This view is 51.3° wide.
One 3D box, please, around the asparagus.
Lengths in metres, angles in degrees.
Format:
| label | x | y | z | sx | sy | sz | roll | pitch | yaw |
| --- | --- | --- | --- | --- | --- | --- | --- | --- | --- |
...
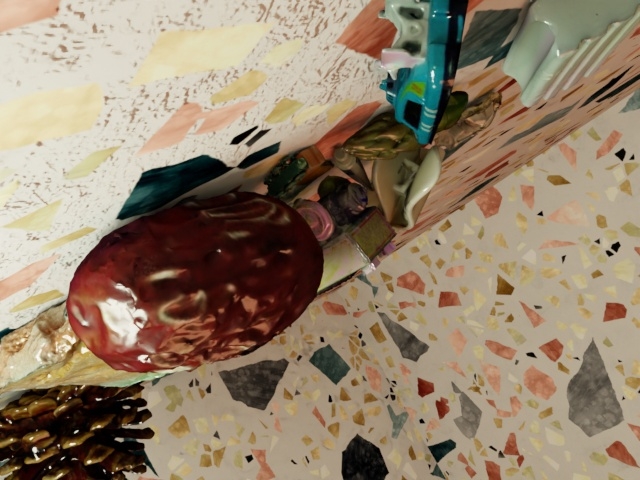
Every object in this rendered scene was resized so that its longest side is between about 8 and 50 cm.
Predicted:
| label | x | y | z | sx | sy | sz | roll | pitch | yaw |
| --- | --- | --- | --- | --- | --- | --- | --- | --- | --- |
| asparagus | 0.141 | -0.179 | 1.074 | 0.287 | 0.080 | 0.080 | -23 | 169 | -36 |

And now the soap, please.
| label | x | y | z | sx | sy | sz | roll | pitch | yaw |
| --- | --- | --- | --- | --- | --- | --- | --- | --- | --- |
| soap | 0.392 | -0.316 | 1.054 | 0.173 | 0.095 | 0.289 | -31 | 172 | 2 |

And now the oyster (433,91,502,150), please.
| label | x | y | z | sx | sy | sz | roll | pitch | yaw |
| --- | --- | --- | --- | --- | --- | --- | --- | --- | --- |
| oyster | 0.297 | -0.238 | 1.346 | 0.166 | 0.053 | 0.108 | -23 | 146 | 5 |

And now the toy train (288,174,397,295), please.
| label | x | y | z | sx | sy | sz | roll | pitch | yaw |
| --- | --- | --- | --- | --- | --- | --- | --- | --- | --- |
| toy train | 0.000 | 0.000 | 1.216 | 0.261 | 0.177 | 0.134 | -31 | -173 | 42 |

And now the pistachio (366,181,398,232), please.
| label | x | y | z | sx | sy | sz | roll | pitch | yaw |
| --- | --- | --- | --- | --- | --- | --- | --- | --- | --- |
| pistachio | 0.162 | -0.088 | 1.529 | 0.125 | 0.124 | 0.185 | -25 | 168 | -30 |

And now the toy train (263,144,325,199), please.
| label | x | y | z | sx | sy | sz | roll | pitch | yaw |
| --- | --- | --- | --- | --- | --- | --- | --- | --- | --- |
| toy train | -0.044 | -0.102 | 1.028 | 0.064 | 0.044 | 0.103 | -37 | 178 | -43 |

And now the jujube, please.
| label | x | y | z | sx | sy | sz | roll | pitch | yaw |
| --- | --- | --- | --- | --- | --- | --- | --- | --- | --- |
| jujube | -0.158 | 0.057 | 0.953 | 0.258 | 0.258 | 0.377 | -37 | 174 | 39 |

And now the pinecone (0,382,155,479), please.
| label | x | y | z | sx | sy | sz | roll | pitch | yaw |
| --- | --- | --- | --- | --- | --- | --- | --- | --- | --- |
| pinecone | -0.578 | 0.468 | 1.588 | 0.398 | 0.397 | 0.398 | -29 | 172 | -5 |

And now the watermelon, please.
| label | x | y | z | sx | sy | sz | roll | pitch | yaw |
| --- | --- | --- | --- | --- | --- | --- | --- | --- | --- |
| watermelon | -0.368 | 0.147 | 1.126 | 0.264 | 0.151 | 0.302 | -31 | 155 | 29 |

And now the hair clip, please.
| label | x | y | z | sx | sy | sz | roll | pitch | yaw |
| --- | --- | --- | --- | --- | --- | --- | --- | --- | --- |
| hair clip | 0.158 | -0.109 | 1.208 | 0.282 | 0.113 | 0.172 | 45 | 69 | -80 |

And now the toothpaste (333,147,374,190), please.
| label | x | y | z | sx | sy | sz | roll | pitch | yaw |
| --- | --- | --- | --- | --- | --- | --- | --- | --- | --- |
| toothpaste | 0.059 | -0.129 | 1.178 | 0.037 | 0.061 | 0.216 | -30 | 168 | 10 |

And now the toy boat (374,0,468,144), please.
| label | x | y | z | sx | sy | sz | roll | pitch | yaw |
| --- | --- | --- | --- | --- | --- | --- | --- | --- | --- |
| toy boat | 0.110 | -0.203 | 0.798 | 0.092 | 0.134 | 0.299 | 7 | 175 | 4 |

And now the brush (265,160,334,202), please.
| label | x | y | z | sx | sy | sz | roll | pitch | yaw |
| --- | --- | --- | --- | --- | --- | --- | --- | --- | --- |
| brush | -0.119 | -0.042 | 1.185 | 0.337 | 0.020 | 0.085 | -34 | 172 | 24 |
